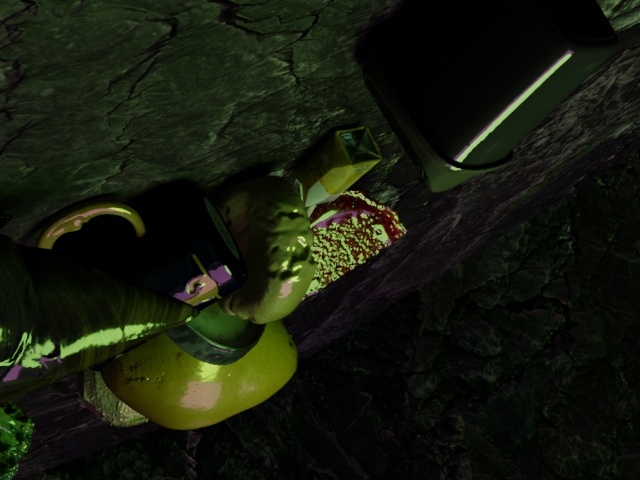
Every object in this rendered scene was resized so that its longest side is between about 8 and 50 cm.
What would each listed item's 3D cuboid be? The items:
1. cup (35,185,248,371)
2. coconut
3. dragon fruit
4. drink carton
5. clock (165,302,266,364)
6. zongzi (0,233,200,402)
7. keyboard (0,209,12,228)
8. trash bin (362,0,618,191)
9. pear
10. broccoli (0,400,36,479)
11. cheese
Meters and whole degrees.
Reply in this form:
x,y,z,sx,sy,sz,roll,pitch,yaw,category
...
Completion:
x,y,z,sx,sy,sz,roll,pitch,yaw,category
-0.252,0.042,1.597,0.256,0.178,0.255,-29,170,3,cup
-0.388,0.259,2.284,0.194,0.194,0.194,-25,169,-5,coconut
0.000,0.000,2.014,0.262,0.163,0.189,-35,177,-13,dragon fruit
0.010,-0.101,1.792,0.084,0.074,0.200,-16,166,-38,drink carton
-0.179,0.088,1.841,0.049,0.226,0.226,-36,166,34,clock
-0.418,0.135,1.389,0.403,0.207,0.432,-33,149,33,zongzi
-0.469,0.025,1.415,0.230,0.025,0.094,-34,164,36,keyboard
0.192,-0.209,1.398,0.182,0.209,0.290,-11,156,-48,trash bin
-0.217,0.195,2.035,0.336,0.284,0.285,28,138,-25,pear
-0.608,0.311,1.966,0.269,0.254,0.269,-43,154,-26,broccoli
-0.097,0.017,1.751,0.117,0.213,0.226,-12,169,-38,cheese
